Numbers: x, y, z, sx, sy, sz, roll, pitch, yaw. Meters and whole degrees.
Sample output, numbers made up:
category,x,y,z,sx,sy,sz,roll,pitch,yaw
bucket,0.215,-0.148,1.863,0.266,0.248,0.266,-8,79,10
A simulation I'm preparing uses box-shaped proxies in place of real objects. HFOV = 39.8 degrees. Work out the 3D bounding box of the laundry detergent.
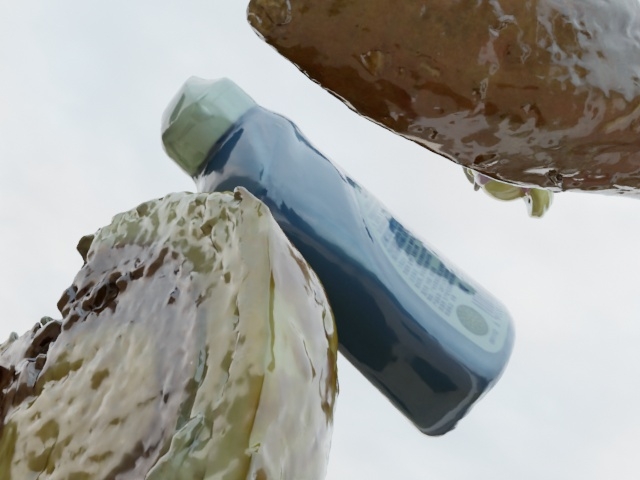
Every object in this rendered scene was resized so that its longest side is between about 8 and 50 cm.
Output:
category,x,y,z,sx,sy,sz,roll,pitch,yaw
laundry detergent,0.000,0.000,0.608,0.290,0.143,0.094,41,-64,-1

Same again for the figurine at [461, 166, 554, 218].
category,x,y,z,sx,sy,sz,roll,pitch,yaw
figurine,0.158,-0.075,0.765,0.083,0.187,0.083,-1,-73,-4

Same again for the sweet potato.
category,x,y,z,sx,sy,sz,roll,pitch,yaw
sweet potato,0.091,-0.074,0.378,0.252,0.097,0.097,14,-33,-17

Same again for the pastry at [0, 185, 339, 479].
category,x,y,z,sx,sy,sz,roll,pitch,yaw
pastry,-0.081,0.105,0.473,0.237,0.256,0.170,-26,-55,22
